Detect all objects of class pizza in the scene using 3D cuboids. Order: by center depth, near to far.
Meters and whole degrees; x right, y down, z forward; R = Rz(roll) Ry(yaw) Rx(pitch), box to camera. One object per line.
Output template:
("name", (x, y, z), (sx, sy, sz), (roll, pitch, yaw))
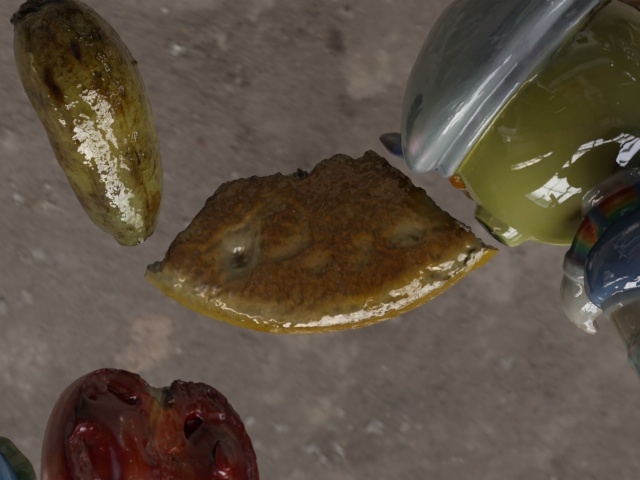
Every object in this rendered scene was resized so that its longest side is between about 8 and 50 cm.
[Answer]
("pizza", (-0.003, 0.006, 1.323), (0.271, 0.056, 0.134), (-15, 73, 3))

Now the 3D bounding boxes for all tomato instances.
("tomato", (-0.178, 0.231, 1.603), (0.233, 0.139, 0.200), (20, 53, -37))

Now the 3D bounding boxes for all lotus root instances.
("lotus root", (-0.204, -0.114, 1.585), (0.110, 0.097, 0.258), (-45, 128, -34))

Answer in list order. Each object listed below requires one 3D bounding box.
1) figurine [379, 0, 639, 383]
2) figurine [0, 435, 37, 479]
("figurine", (0.210, -0.058, 1.217), (0.224, 0.382, 0.205), (-45, 144, 4))
("figurine", (-0.309, 0.188, 1.310), (0.154, 0.180, 0.262), (-45, 143, -14))
